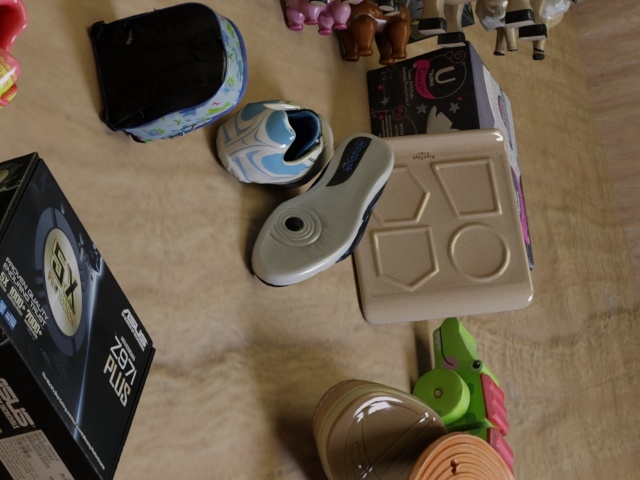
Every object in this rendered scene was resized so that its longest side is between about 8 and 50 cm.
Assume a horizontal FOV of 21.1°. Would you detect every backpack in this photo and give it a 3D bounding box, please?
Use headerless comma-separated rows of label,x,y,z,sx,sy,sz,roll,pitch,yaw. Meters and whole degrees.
backpack,-0.117,-0.140,1.414,0.084,0.114,0.105,23,54,-65

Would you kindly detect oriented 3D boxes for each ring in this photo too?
ring,0.130,0.348,1.604,0.336,0.032,0.336,16,71,-58

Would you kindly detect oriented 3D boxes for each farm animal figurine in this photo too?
farm animal figurine,0.120,-0.311,1.890,0.330,0.327,0.172,58,33,-82

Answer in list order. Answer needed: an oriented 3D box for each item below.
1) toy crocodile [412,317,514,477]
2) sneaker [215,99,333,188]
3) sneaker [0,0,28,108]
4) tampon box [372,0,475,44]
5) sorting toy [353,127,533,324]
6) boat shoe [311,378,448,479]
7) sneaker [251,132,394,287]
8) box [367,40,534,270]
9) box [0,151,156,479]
toy crocodile,0.173,0.242,1.933,0.115,0.105,0.340,52,30,-48
sneaker,-0.025,-0.097,1.676,0.237,0.086,0.085,-17,90,-71
sneaker,-0.238,-0.092,1.087,0.081,0.094,0.208,57,28,-44
tampon box,0.115,-0.341,2.195,0.161,0.101,0.120,31,47,-62
sorting toy,0.127,-0.015,1.906,0.038,0.193,0.208,117,-34,-74
boat shoe,0.063,0.206,1.686,0.110,0.121,0.341,43,-3,33
sneaker,0.000,0.000,1.686,0.217,0.079,0.121,-49,165,-38
box,0.160,-0.085,2.075,0.163,0.142,0.247,44,37,-55
box,-0.193,0.061,1.123,0.147,0.078,0.180,-77,146,-53
